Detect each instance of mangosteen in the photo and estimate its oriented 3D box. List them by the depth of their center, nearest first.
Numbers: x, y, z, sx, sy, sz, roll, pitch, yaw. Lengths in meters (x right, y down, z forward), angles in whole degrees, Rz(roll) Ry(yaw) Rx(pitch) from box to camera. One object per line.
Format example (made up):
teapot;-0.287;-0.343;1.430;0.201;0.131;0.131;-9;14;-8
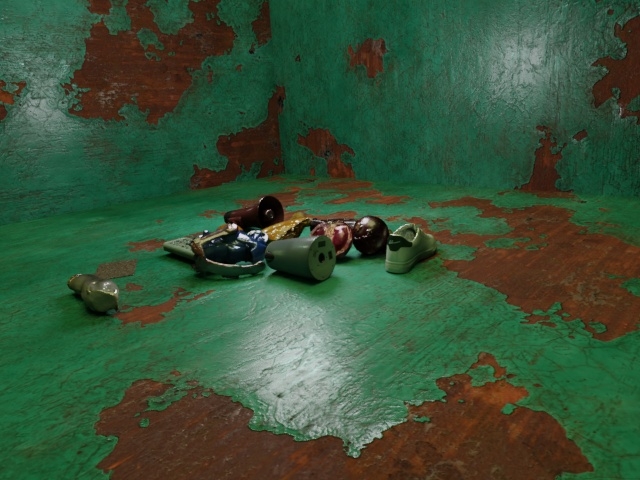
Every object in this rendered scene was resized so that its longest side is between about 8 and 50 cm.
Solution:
mangosteen;0.222;-0.015;1.860;0.180;0.166;0.166;19;8;-20

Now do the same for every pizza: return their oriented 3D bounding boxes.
pizza;-0.173;-0.015;2.003;0.289;0.081;0.229;-19;20;3

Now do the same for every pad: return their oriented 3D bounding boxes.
pad;-0.850;0.120;1.878;0.158;0.003;0.235;-9;16;-17

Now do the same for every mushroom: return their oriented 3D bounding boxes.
mushroom;-0.768;0.169;1.533;0.109;0.097;0.351;-13;14;-39

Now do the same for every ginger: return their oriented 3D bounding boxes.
ginger;-0.146;-0.084;2.332;0.118;0.065;0.299;18;24;24

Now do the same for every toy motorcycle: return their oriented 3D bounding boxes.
toy motorcycle;-0.346;0.056;1.773;0.319;0.241;0.182;-5;-25;-18

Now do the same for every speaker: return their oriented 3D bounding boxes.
speaker;-0.380;-0.084;2.341;0.329;0.198;0.259;-11;49;33

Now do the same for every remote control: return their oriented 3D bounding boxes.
remote control;-0.553;0.046;1.960;0.335;0.066;0.128;12;20;43

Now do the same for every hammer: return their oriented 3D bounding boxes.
hammer;0.000;0.000;2.004;0.242;0.095;0.409;5;23;28

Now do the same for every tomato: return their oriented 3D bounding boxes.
tomato;0.055;0.011;1.847;0.189;0.173;0.099;-6;-29;24

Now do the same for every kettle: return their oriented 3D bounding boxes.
kettle;-0.066;0.054;1.689;0.243;0.160;0.210;2;10;40

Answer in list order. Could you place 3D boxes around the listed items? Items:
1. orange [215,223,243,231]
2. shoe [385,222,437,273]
orange;-0.412;-0.015;2.051;0.135;0.117;0.136;6;57;-9
shoe;0.354;-0.002;1.754;0.131;0.160;0.363;9;20;32
